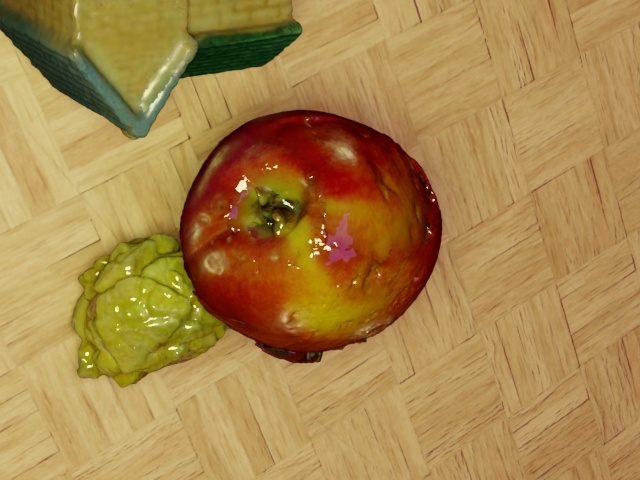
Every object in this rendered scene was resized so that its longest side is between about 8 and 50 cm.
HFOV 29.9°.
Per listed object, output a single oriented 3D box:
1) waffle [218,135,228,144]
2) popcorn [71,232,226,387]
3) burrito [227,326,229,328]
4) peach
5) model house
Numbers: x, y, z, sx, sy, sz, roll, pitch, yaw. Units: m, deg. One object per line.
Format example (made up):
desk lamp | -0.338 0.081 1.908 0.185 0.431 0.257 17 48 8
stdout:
waffle | -0.039 -0.026 1.961 0.224 0.098 0.327 -13 96 -27
popcorn | -0.266 0.103 1.827 0.259 0.259 0.212 -13 82 -28
burrito | -0.109 0.089 2.011 0.185 0.041 0.045 -35 157 -21
peach | 0.000 0.000 1.755 0.416 0.353 0.339 43 46 -69
model house | -0.248 -0.344 1.696 0.382 0.334 0.342 -16 118 -32
